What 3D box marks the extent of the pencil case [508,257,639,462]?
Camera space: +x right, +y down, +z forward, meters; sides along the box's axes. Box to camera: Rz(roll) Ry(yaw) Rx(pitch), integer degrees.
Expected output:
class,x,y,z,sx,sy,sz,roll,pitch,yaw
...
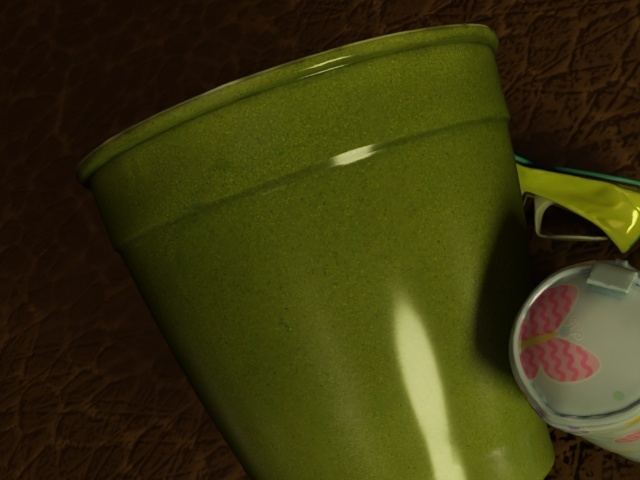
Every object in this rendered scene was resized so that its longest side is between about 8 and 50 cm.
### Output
class,x,y,z,sx,sy,sz,roll,pitch,yaw
pencil case,0.233,0.100,0.761,0.113,0.273,0.124,34,93,31

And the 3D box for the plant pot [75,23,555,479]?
class,x,y,z,sx,sy,sz,roll,pitch,yaw
plant pot,0.026,0.057,0.836,0.367,0.366,0.353,-19,88,21

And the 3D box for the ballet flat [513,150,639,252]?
class,x,y,z,sx,sy,sz,roll,pitch,yaw
ballet flat,0.210,-0.046,0.974,0.231,0.077,0.077,22,95,34
